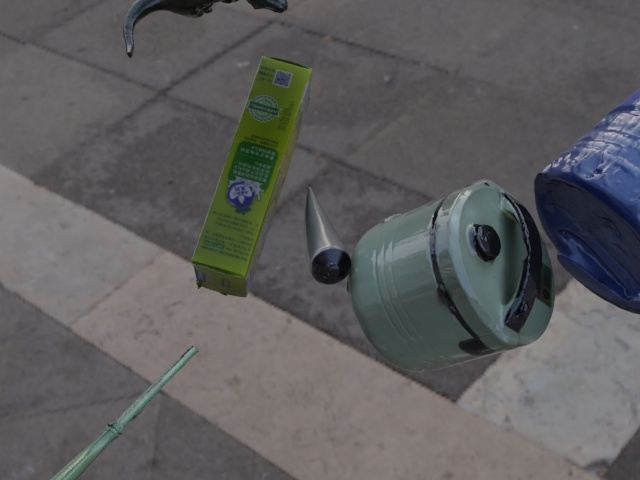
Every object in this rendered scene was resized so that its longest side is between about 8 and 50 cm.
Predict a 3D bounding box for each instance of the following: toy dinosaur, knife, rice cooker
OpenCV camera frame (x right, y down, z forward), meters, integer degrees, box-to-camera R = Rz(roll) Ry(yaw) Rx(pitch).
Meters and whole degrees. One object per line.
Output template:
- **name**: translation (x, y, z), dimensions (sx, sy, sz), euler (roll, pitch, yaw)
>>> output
- **toy dinosaur**: translation (-0.140, -0.294, 1.183), dimensions (0.187, 0.087, 0.179), euler (-7, 25, 10)
- **knife**: translation (-0.205, 0.189, 0.950), dimensions (0.020, 0.043, 0.293), euler (46, 42, -1)
- **rice cooker**: translation (0.175, 0.048, 1.266), dimensions (0.244, 0.226, 0.226), euler (-27, 23, 43)

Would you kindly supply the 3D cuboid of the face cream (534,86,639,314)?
- **face cream**: translation (0.435, -0.055, 1.291), dimensions (0.225, 0.249, 0.249), euler (-40, 46, -16)

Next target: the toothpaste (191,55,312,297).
- **toothpaste**: translation (-0.090, -0.089, 1.366), dimensions (0.077, 0.110, 0.327), euler (17, 72, 0)

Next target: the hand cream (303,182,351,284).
- **hand cream**: translation (0.000, 0.000, 1.312), dimensions (0.054, 0.087, 0.186), euler (-5, 28, -9)
